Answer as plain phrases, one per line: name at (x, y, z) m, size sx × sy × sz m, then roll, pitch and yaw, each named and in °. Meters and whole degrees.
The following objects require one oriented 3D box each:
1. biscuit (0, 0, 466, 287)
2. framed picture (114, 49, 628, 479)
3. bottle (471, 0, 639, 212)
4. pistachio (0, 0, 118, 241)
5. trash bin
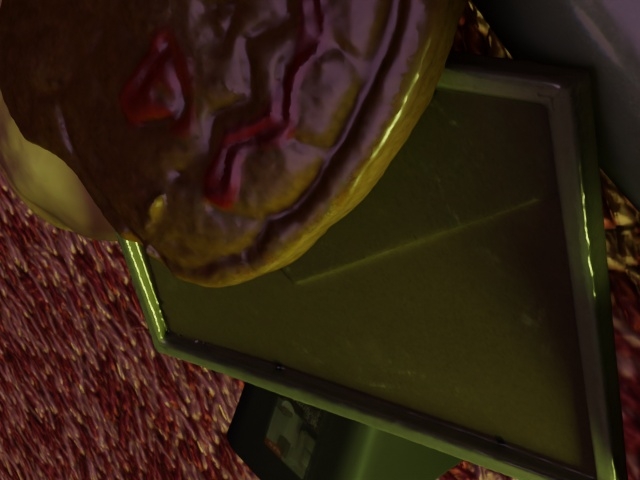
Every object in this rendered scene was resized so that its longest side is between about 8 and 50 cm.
biscuit at (-0.052, -0.121, 0.568) m, size 0.257 × 0.049 × 0.273 m, roll 40°, pitch 120°, yaw 28°
framed picture at (0.000, 0.000, 0.651) m, size 0.324 × 0.020 × 0.241 m, roll 13°, pitch 131°, yaw 38°
bottle at (0.192, -0.061, 0.540) m, size 0.347 × 0.168 × 0.168 m, roll 57°, pitch 144°, yaw 6°
pistachio at (-0.117, -0.146, 0.812) m, size 0.230 × 0.230 × 0.309 m, roll 48°, pitch 138°, yaw 20°
trash bin at (0.052, 0.052, 0.795) m, size 0.115 × 0.165 × 0.226 m, roll 43°, pitch 138°, yaw 27°
